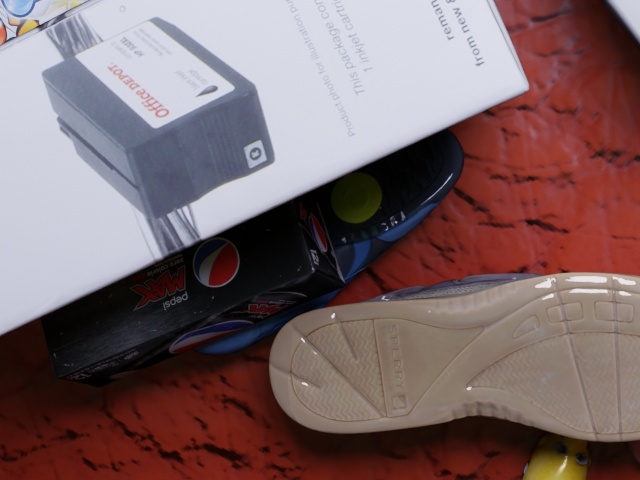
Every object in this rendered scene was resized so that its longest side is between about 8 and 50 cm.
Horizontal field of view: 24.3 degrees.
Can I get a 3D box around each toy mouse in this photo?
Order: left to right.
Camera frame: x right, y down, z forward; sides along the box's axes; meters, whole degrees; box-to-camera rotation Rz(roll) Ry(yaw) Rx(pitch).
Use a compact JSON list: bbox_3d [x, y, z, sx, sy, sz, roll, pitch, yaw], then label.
[{"bbox_3d":[0.200,0.163,0.933,0.143,0.031,0.161,29,103,-1],"label":"toy mouse"}]

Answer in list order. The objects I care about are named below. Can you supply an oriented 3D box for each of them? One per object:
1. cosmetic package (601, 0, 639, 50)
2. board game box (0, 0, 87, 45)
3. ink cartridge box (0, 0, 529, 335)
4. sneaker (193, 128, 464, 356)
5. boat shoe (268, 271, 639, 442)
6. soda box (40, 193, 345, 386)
[{"bbox_3d":[0.272,-0.270,0.777,0.365,0.155,0.197,-39,94,13],"label":"cosmetic package"},{"bbox_3d":[-0.125,-0.129,0.904,0.201,0.035,0.136,43,102,-4],"label":"board game box"},{"bbox_3d":[-0.060,-0.080,0.775,0.307,0.223,0.129,-24,100,10],"label":"ink cartridge box"},{"bbox_3d":[0.000,0.000,0.905,0.209,0.082,0.069,-35,66,10],"label":"sneaker"},{"bbox_3d":[0.115,0.063,0.890,0.285,0.092,0.102,-5,101,9],"label":"boat shoe"},{"bbox_3d":[-0.076,0.028,0.852,0.169,0.053,0.060,-23,72,15],"label":"soda box"}]
